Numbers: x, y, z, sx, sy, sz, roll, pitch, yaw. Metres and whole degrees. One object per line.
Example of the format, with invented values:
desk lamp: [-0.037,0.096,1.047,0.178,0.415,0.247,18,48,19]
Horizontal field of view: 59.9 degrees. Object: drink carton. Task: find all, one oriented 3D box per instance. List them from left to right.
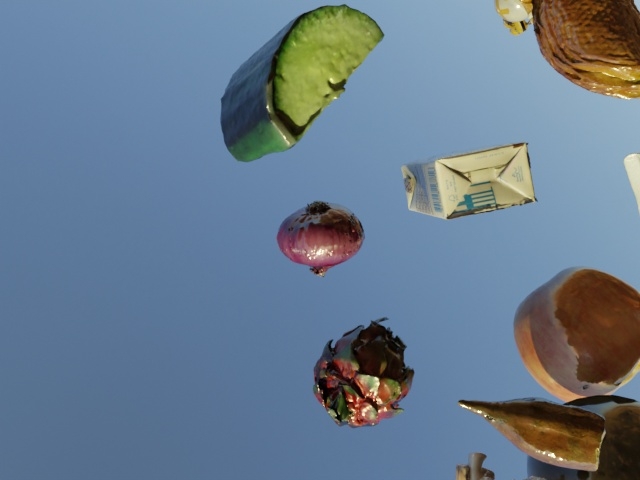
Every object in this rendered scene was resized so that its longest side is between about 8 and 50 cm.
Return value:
drink carton: [0.315,-0.135,1.243,0.194,0.324,0.131,-10,-84,-3]

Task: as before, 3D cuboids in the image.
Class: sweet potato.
sweet potato: [0.165,0.144,0.434,0.117,0.049,0.049,15,-130,8]

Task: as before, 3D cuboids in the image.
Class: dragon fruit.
dragon fruit: [0.080,0.246,1.013,0.189,0.182,0.182,-30,-97,0]

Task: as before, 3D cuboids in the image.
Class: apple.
apple: [0.758,0.260,1.603,0.392,0.391,0.346,-7,-135,-40]

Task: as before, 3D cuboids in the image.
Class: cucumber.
cucumber: [-0.027,-0.125,0.434,0.062,0.115,0.116,44,-111,-19]

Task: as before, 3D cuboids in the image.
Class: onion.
onion: [0.000,0.000,0.717,0.115,0.115,0.104,-21,-57,-43]

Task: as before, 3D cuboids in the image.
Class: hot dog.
hot dog: [0.456,-0.330,0.902,0.196,0.122,0.272,-1,-115,-26]

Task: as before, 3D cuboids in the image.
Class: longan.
longan: [0.632,0.520,1.195,0.336,0.404,0.404,35,-131,-16]

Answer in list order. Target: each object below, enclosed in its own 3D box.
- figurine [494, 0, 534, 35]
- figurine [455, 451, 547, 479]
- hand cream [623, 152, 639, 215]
figurine: [0.345,-0.419,0.997,0.101,0.068,0.143,52,-169,-8]
figurine: [0.377,0.501,1.075,0.163,0.237,0.141,26,-112,-24]
hand cream: [0.651,-0.091,0.798,0.185,0.359,0.118,46,-131,-38]
